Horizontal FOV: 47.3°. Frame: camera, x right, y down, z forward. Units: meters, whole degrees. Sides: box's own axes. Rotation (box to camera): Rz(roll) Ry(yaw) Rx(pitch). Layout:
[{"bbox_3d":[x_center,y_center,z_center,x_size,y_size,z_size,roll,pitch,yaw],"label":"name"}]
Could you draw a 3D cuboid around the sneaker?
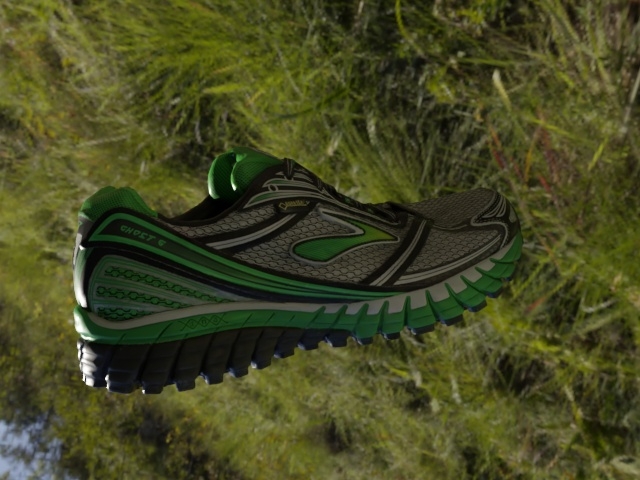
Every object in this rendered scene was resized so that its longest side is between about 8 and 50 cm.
[{"bbox_3d":[0.000,0.000,0.517,0.343,0.146,0.134,-10,-174,-25],"label":"sneaker"}]
